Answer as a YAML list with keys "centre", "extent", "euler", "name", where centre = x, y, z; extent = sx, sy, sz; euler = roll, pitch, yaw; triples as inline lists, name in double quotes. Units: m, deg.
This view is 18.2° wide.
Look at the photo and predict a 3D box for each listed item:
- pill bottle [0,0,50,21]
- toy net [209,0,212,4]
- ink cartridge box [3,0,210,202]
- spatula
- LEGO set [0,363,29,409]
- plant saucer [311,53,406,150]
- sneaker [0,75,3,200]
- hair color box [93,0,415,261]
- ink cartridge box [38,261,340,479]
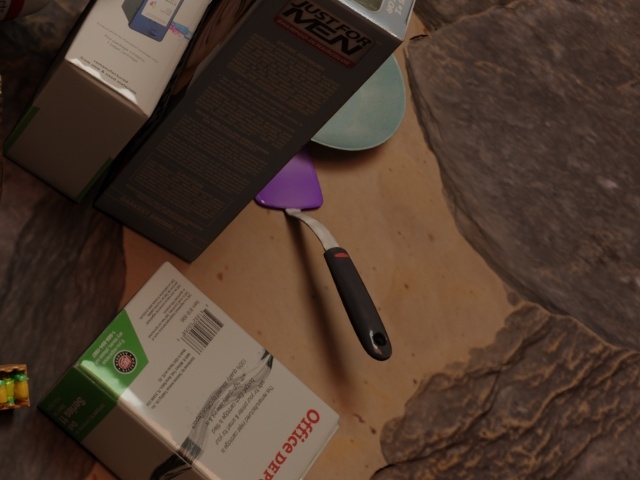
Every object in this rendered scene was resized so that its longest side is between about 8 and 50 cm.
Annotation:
- centre: [-0.350, -0.278, 1.636]
  extent: [0.407, 0.229, 0.229]
  euler: [-15, 69, -22]
  name: "pill bottle"
- centre: [-0.162, -0.298, 1.933]
  extent: [0.232, 0.122, 0.045]
  euler: [23, 21, -31]
  name: "toy net"
- centre: [-0.185, -0.164, 1.793]
  extent: [0.093, 0.154, 0.212]
  euler: [34, 48, -10]
  name: "ink cartridge box"
- centre: [0.000, 0.000, 1.875]
  extent: [0.084, 0.030, 0.296]
  euler: [1, 43, -33]
  name: "spatula"
- centre: [-0.349, 0.090, 1.542]
  extent: [0.287, 0.107, 0.132]
  euler: [24, 50, -20]
  name: "LEGO set"
- centre: [-0.005, -0.165, 2.001]
  extent: [0.195, 0.037, 0.195]
  euler: [18, 52, -24]
  name: "plant saucer"
- centre: [-0.307, -0.112, 1.731]
  extent: [0.066, 0.071, 0.188]
  euler: [2, 60, -34]
  name: "sneaker"
- centre: [-0.047, -0.158, 1.731]
  extent: [0.113, 0.374, 0.185]
  euler: [31, 48, -14]
  name: "hair color box"
- centre: [-0.108, 0.146, 1.687]
  extent: [0.208, 0.087, 0.153]
  euler: [42, 46, -3]
  name: "ink cartridge box"
